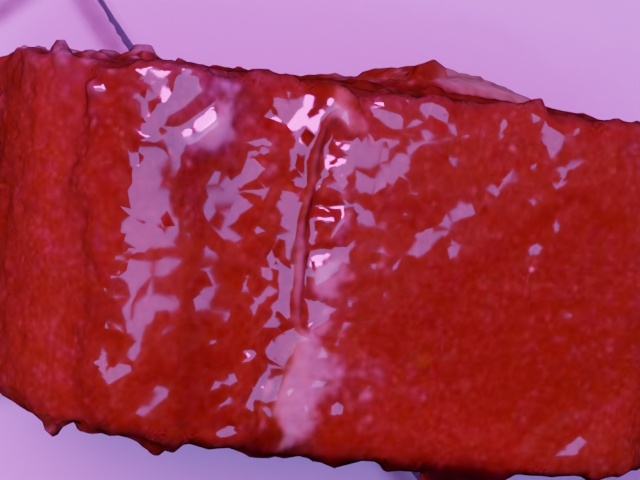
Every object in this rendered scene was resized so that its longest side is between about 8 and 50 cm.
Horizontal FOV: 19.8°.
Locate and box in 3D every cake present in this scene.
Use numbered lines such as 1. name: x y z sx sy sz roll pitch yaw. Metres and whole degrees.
1. cake: 0.000 0.000 0.699 0.283 0.177 0.151 4 102 -13
